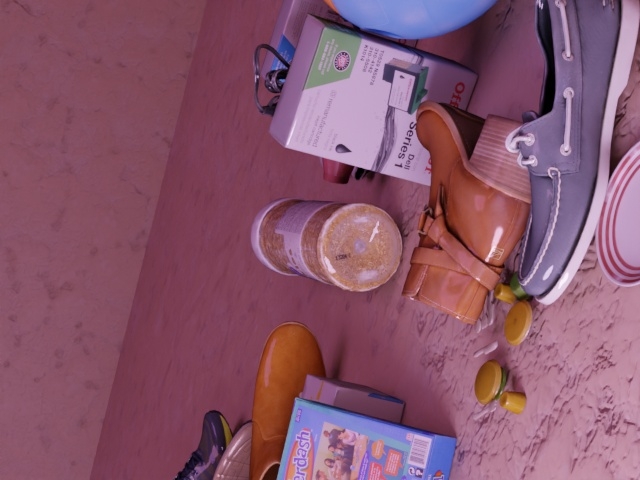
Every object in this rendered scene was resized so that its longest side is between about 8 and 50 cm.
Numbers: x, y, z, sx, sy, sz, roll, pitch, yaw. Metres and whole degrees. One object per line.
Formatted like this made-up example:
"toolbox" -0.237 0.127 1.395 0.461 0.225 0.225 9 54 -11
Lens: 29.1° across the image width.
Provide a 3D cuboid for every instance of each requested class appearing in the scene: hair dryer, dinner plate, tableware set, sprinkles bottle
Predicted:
"hair dryer" -0.005 -0.194 1.674 0.080 0.293 0.223 25 61 39
"dinner plate" 0.290 -0.026 1.094 0.141 0.017 0.141 -166 90 -72
"tableware set" 0.194 0.107 1.273 0.104 0.024 0.154 -42 36 54
"sprinkles bottle" 0.000 0.000 1.772 0.355 0.121 0.121 -172 96 -72

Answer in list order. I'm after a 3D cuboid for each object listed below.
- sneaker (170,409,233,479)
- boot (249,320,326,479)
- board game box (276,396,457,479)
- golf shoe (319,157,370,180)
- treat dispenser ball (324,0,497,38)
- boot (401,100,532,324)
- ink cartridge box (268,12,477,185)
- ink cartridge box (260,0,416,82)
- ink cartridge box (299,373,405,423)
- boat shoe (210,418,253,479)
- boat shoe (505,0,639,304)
"sneaker" -0.225 0.434 2.103 0.111 0.121 0.300 -171 95 -72
"boot" -0.047 0.265 1.658 0.211 0.104 0.295 -56 -30 -86
"board game box" 0.043 0.277 1.395 0.210 0.047 0.160 9 84 41
"golf shoe" 0.043 -0.127 1.831 0.186 0.067 0.086 147 133 -64
"treat dispenser ball" 0.108 -0.388 1.483 0.288 0.288 0.288 -165 90 -72
"boot" 0.149 -0.033 1.376 0.283 0.109 0.220 29 100 64
"ink cartridge box" 0.067 -0.174 1.555 0.092 0.219 0.160 -130 56 -64
"ink cartridge box" 0.026 -0.273 1.798 0.082 0.190 0.140 -126 54 -69
"ink cartridge box" 0.030 0.226 1.554 0.143 0.092 0.090 -176 100 -73
"boat shoe" -0.136 0.395 1.908 0.092 0.103 0.285 -130 50 -63
"boat shoe" 0.224 -0.100 1.197 0.116 0.099 0.319 163 122 -80
